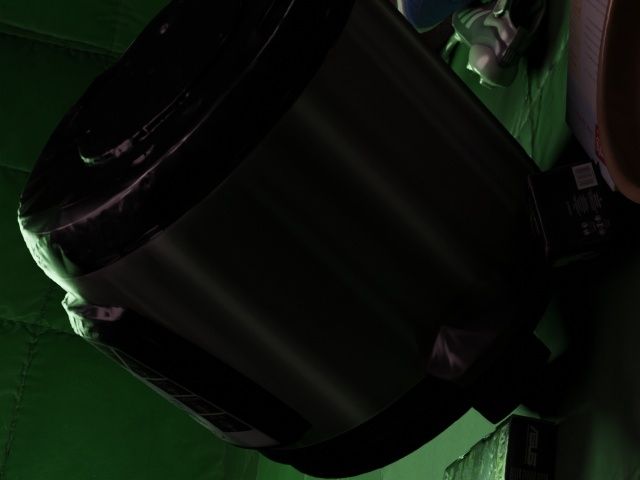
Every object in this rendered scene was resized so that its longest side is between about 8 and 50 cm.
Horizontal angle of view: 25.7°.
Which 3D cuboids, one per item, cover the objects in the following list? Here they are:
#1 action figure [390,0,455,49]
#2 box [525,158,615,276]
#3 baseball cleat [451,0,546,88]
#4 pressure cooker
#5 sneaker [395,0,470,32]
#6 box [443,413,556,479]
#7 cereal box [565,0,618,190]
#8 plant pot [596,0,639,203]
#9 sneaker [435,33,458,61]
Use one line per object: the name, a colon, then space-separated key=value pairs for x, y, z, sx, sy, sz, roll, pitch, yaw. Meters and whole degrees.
action figure: x=-0.002 y=-0.188 z=1.634 sx=0.370 sy=0.275 sz=0.248 roll=-51 pitch=12 yaw=2
box: x=0.185 y=-0.016 z=1.047 sx=0.083 sy=0.052 sz=0.062 roll=67 pitch=-170 yaw=-73
baseball cleat: x=0.192 y=-0.228 z=1.466 sx=0.109 sy=0.072 sz=0.206 roll=-57 pitch=18 yaw=23
pressure cooker: x=0.005 y=-0.004 z=1.210 sx=0.375 sy=0.420 sz=0.370 roll=-30 pitch=30 yaw=31
sneaker: x=0.161 y=-0.301 z=1.464 sx=0.211 sy=0.080 sz=0.081 roll=-46 pitch=22 yaw=3
box: x=0.135 y=0.257 z=1.149 sx=0.184 sy=0.045 sz=0.191 roll=124 pitch=158 yaw=-62
cereal box: x=0.218 y=-0.174 z=1.015 sx=0.173 sy=0.047 sz=0.240 roll=-96 pitch=3 yaw=-67
plant pot: x=0.242 y=-0.123 z=0.734 sx=0.237 sy=0.109 sz=0.237 roll=-168 pitch=90 yaw=-78
sneaker: x=0.157 y=-0.298 z=1.752 sx=0.258 sy=0.094 sz=0.091 roll=108 pitch=150 yaw=-53
